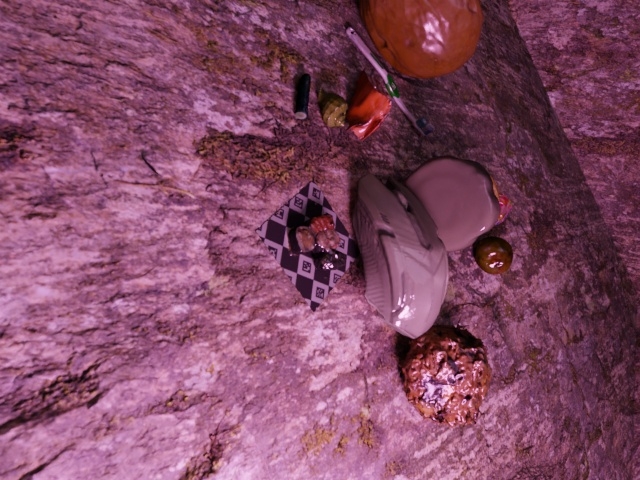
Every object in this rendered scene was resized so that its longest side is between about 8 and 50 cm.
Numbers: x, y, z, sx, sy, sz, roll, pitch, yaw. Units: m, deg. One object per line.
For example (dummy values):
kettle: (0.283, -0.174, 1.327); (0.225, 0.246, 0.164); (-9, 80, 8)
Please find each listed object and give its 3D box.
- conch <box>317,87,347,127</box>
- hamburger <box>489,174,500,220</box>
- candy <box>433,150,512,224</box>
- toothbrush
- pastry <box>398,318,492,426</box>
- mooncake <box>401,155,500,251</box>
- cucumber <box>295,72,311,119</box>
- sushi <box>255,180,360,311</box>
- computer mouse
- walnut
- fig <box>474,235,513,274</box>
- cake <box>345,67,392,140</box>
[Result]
conch: (0.032, -0.337, 1.080); (0.121, 0.074, 0.089); (59, 15, 15)
hamburger: (0.482, -0.144, 1.374); (0.190, 0.122, 0.214); (-11, 83, -23)
candy: (0.524, -0.190, 1.479); (0.365, 0.124, 0.124); (39, 53, -18)
toothbrush: (0.214, -0.486, 1.316); (0.418, 0.040, 0.042); (44, 52, -19)
pastry: (0.326, 0.327, 1.038); (0.275, 0.193, 0.274); (17, 65, -41)
mooncake: (0.351, -0.101, 1.160); (0.135, 0.275, 0.274); (-9, 83, -51)
cucumber: (-0.041, -0.358, 1.028); (0.032, 0.032, 0.132); (22, 63, -37)
sushi: (0.000, 0.000, 0.938); (0.219, 0.047, 0.231); (56, 47, -15)
computer mouse: (0.206, 0.018, 1.030); (0.229, 0.145, 0.428); (4, 65, -34)
walnut: (0.298, -0.670, 1.260); (0.398, 0.308, 0.353); (44, 30, -22)
fig: (0.605, 0.026, 1.455); (0.133, 0.127, 0.184); (41, 54, -9)
cake: (0.148, -0.400, 1.174); (0.098, 0.135, 0.287); (29, 48, -18)
